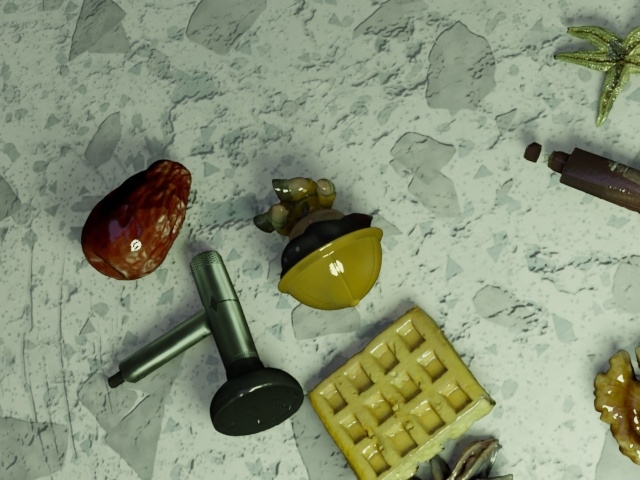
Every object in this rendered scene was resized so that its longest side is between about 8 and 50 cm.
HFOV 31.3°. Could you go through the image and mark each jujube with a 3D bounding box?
[{"bbox_3d":[-0.318,-0.041,2.012,0.168,0.168,0.236,18,63,24],"label":"jujube"}]

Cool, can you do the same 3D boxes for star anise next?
[{"bbox_3d":[0.210,0.403,1.723,0.229,0.093,0.236,13,75,28],"label":"star anise"}]

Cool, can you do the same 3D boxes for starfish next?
[{"bbox_3d":[0.485,-0.288,1.855,0.223,0.050,0.217,26,90,36],"label":"starfish"}]

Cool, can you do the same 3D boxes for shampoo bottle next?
[{"bbox_3d":[0.436,-0.100,1.803,0.236,0.068,0.067,24,85,25],"label":"shampoo bottle"}]

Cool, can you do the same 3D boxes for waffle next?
[{"bbox_3d":[0.119,0.250,1.786,0.248,0.055,0.221,-40,49,4],"label":"waffle"}]

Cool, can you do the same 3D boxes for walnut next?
[{"bbox_3d":[0.478,0.242,1.683,0.142,0.069,0.170,-16,75,12],"label":"walnut"}]

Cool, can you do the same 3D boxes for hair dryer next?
[{"bbox_3d":[-0.200,0.220,1.940,0.284,0.155,0.320,-51,50,21],"label":"hair dryer"}]

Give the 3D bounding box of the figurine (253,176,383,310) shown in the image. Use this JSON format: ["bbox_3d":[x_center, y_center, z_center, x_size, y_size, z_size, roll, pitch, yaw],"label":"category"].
[{"bbox_3d":[0.003,0.002,1.879,0.192,0.167,0.257,-42,42,18],"label":"figurine"}]
